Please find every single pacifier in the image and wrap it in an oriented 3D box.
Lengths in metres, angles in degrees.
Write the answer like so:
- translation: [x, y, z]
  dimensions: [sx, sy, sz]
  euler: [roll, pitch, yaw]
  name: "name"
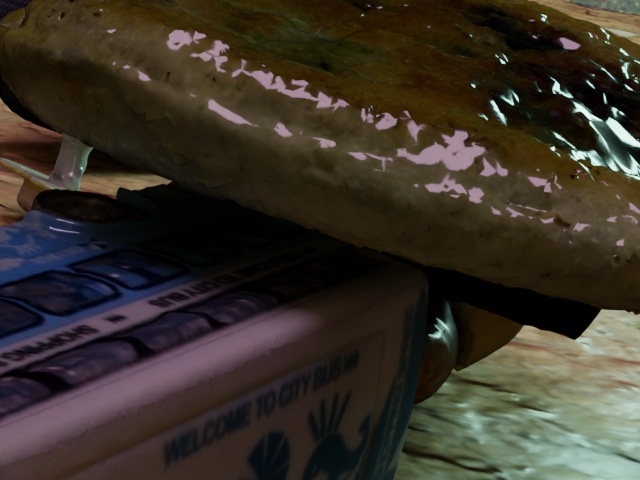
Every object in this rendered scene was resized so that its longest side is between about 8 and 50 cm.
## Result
- translation: [-0.128, -0.037, 0.954]
  dimensions: [0.068, 0.064, 0.083]
  euler: [20, 5, -39]
  name: "pacifier"

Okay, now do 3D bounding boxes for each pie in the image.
- translation: [0.045, -0.048, 0.669]
  dimensions: [0.323, 0.071, 0.323]
  euler: [13, 16, -4]
  name: "pie"

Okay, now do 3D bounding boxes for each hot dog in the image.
- translation: [0.006, 0.000, 0.797]
  dimensions: [0.194, 0.107, 0.326]
  euler: [12, 17, -3]
  name: "hot dog"

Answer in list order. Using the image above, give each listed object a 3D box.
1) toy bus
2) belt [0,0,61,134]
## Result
- translation: [-0.086, 0.056, 0.540]
  dimensions: [0.131, 0.106, 0.297]
  euler: [19, 19, 26]
  name: "toy bus"
- translation: [-0.086, -0.118, 1.136]
  dimensions: [0.230, 0.140, 0.126]
  euler: [-1, 16, -40]
  name: "belt"
